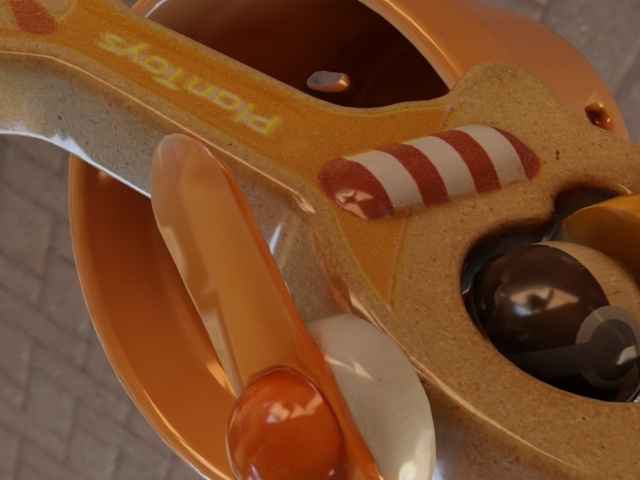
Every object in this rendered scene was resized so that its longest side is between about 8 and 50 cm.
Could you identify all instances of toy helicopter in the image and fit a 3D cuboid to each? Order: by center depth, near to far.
[{"bbox_3d":[0.000,0.000,0.523,0.355,0.235,0.140,27,134,11],"label":"toy helicopter"}]

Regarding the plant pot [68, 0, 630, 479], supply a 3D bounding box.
[{"bbox_3d":[0.035,-0.016,0.876,0.291,0.203,0.291,11,108,36],"label":"plant pot"}]
